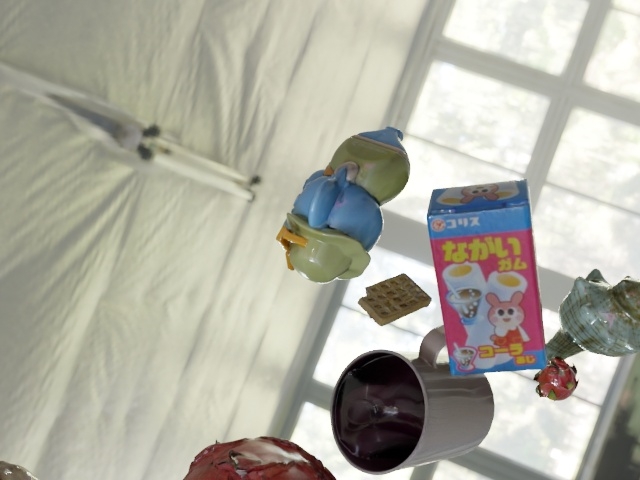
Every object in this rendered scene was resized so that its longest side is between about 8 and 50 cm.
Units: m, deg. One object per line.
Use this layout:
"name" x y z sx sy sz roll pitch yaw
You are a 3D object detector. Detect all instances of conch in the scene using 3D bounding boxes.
"conch" 0.551 0.147 2.172 0.169 0.386 0.203 48 -138 -27

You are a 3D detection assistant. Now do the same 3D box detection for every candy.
"candy" 0.266 0.062 1.707 0.100 0.157 0.306 -74 -26 -59

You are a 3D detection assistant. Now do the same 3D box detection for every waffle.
"waffle" 0.133 0.108 2.003 0.135 0.092 0.021 -18 -39 -35

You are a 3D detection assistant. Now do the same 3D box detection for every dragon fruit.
"dragon fruit" -0.094 0.451 1.716 0.302 0.295 0.296 75 -143 -82
"dragon fruit" 0.466 0.281 2.143 0.086 0.081 0.116 -39 -27 -34

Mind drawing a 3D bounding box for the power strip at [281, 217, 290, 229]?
"power strip" 0.000 0.000 1.811 0.216 0.137 0.044 175 116 -87

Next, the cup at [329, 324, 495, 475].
"cup" 0.177 0.279 1.999 0.273 0.208 0.288 7 -92 -52

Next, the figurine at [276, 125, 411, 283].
"figurine" 0.042 -0.047 1.593 0.262 0.154 0.180 -49 -3 -37

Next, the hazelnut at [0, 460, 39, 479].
"hazelnut" -0.530 0.470 1.836 0.182 0.182 0.182 21 -90 -77
